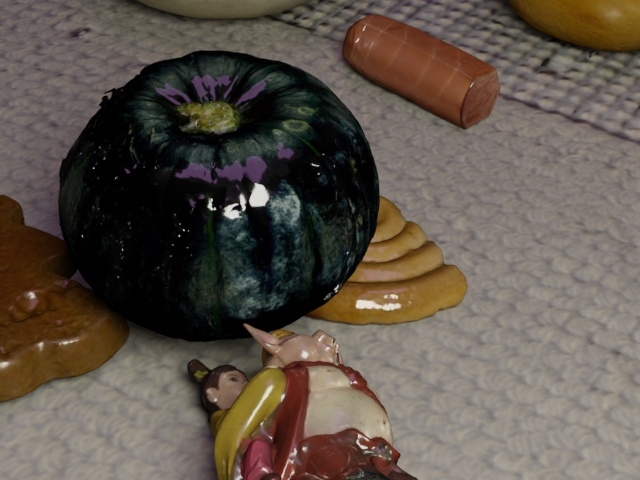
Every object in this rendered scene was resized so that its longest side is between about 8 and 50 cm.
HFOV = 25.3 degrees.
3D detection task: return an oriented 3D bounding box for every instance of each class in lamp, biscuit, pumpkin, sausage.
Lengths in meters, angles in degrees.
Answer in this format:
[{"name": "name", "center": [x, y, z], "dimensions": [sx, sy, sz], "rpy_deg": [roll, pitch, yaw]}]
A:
[{"name": "lamp", "center": [-0.011, 0.123, 0.899], "dimensions": [0.118, 0.118, 0.253], "rpy_deg": [-9, 30, -14]}, {"name": "biscuit", "center": [0.000, -0.001, 1.132], "dimensions": [0.144, 0.033, 0.224], "rpy_deg": [-20, 41, -27]}, {"name": "pumpkin", "center": [-0.073, -0.031, 1.019], "dimensions": [0.233, 0.163, 0.233], "rpy_deg": [-3, 38, 2]}, {"name": "biscuit", "center": [-0.287, 0.038, 1.056], "dimensions": [0.278, 0.043, 0.301], "rpy_deg": [-6, 38, -10]}, {"name": "sausage", "center": [0.085, -0.166, 1.332], "dimensions": [0.169, 0.065, 0.065], "rpy_deg": [31, 45, 30]}]

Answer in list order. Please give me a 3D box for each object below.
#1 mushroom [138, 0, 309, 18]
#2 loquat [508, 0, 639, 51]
[{"name": "mushroom", "center": [-0.077, -0.352, 1.427], "dimensions": [0.315, 0.315, 0.356], "rpy_deg": [-31, 13, -36]}, {"name": "loquat", "center": [0.294, -0.311, 1.404], "dimensions": [0.263, 0.263, 0.263], "rpy_deg": [1, 37, -1]}]
